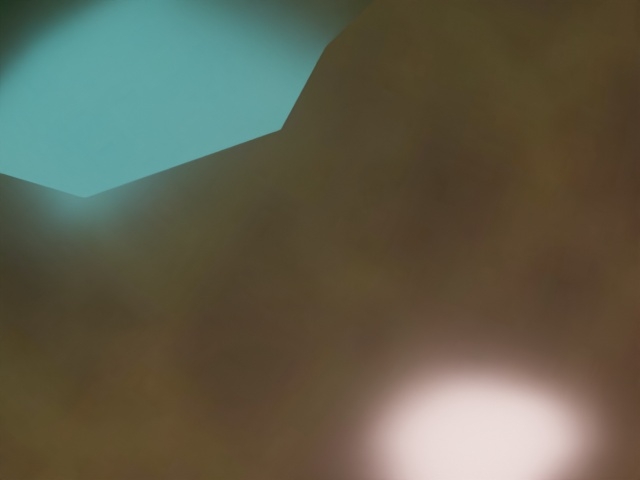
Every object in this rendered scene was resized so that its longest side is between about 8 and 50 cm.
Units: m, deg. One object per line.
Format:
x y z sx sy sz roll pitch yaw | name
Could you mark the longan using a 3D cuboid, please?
0.000 0.000 0.613 0.404 0.404 0.336 -41 44 3 | longan
